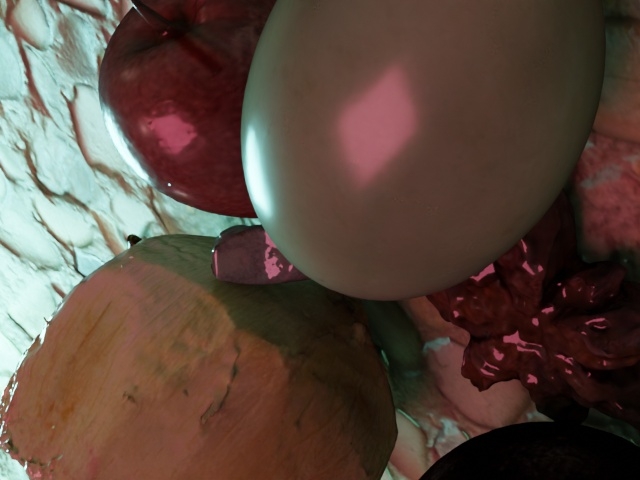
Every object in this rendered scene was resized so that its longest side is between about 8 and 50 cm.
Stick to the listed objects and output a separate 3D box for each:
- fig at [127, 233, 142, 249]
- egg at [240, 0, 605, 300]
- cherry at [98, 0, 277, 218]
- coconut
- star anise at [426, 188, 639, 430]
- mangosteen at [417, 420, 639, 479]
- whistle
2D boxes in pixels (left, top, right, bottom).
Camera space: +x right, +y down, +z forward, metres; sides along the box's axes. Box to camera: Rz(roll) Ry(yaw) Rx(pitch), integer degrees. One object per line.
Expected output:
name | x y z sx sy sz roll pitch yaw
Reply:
fig | -0.217 0.124 1.972 0.170 0.145 0.274 8 115 39
egg | 0.081 -0.118 1.303 0.276 0.276 0.389 35 130 16
cherry | -0.100 -0.141 1.509 0.213 0.236 0.285 -12 142 35
coconut | -0.100 0.160 1.704 0.404 0.404 0.404 27 139 26
star anise | 0.213 0.060 1.482 0.315 0.108 0.315 35 146 28
mangosteen | 0.186 0.361 1.446 0.382 0.435 0.382 3 96 36
whistle | 0.000 0.000 1.592 0.123 0.223 0.123 172 90 -81
